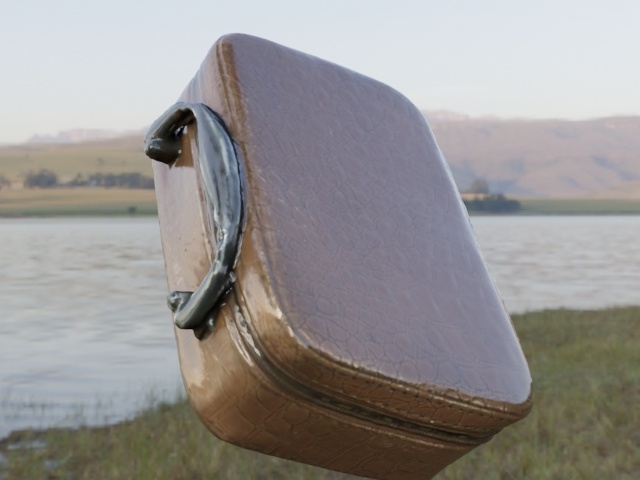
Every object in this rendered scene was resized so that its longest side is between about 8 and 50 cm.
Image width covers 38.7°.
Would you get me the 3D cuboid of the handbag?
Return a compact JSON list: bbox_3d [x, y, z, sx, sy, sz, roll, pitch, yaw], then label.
[{"bbox_3d":[0.000,0.000,0.396,0.151,0.193,0.072,18,-46,-32],"label":"handbag"}]
